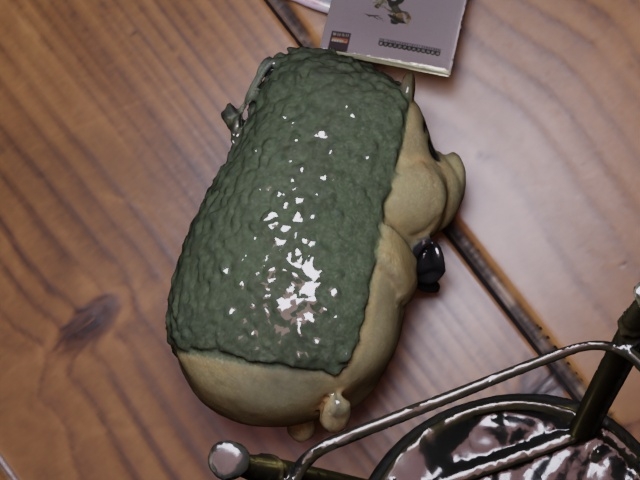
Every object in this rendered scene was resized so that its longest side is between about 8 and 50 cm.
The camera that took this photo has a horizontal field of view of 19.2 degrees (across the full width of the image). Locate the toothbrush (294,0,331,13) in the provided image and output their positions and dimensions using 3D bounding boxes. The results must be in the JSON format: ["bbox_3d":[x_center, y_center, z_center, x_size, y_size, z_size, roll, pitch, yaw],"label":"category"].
[{"bbox_3d":[-0.036,-0.245,1.824,0.269,0.021,0.027,18,99,8],"label":"toothbrush"}]

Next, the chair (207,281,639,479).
[{"bbox_3d":[0.166,0.269,1.556,0.364,0.410,0.362,-22,83,3],"label":"chair"}]

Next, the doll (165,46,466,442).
[{"bbox_3d":[0.000,0.000,1.702,0.247,0.247,0.349,10,75,7],"label":"doll"}]

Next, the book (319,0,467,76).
[{"bbox_3d":[0.078,-0.242,1.784,0.127,0.014,0.182,11,65,7],"label":"book"}]
